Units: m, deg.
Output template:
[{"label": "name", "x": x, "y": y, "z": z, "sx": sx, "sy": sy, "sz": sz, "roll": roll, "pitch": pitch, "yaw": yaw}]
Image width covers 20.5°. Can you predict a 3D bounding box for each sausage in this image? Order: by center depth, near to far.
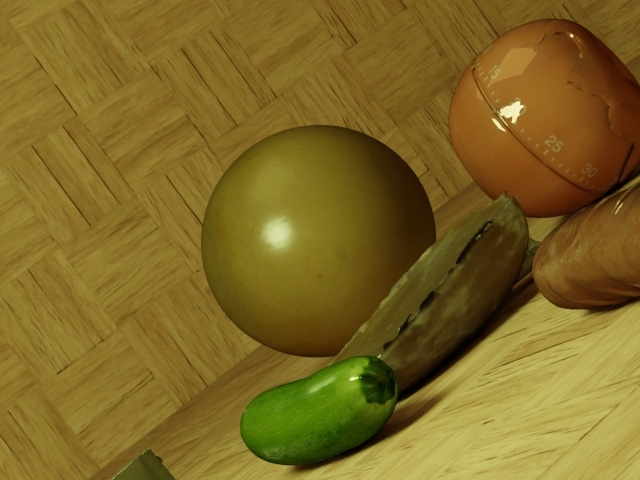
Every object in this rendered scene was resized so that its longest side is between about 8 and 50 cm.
[{"label": "sausage", "x": 0.243, "y": -0.001, "z": 1.290, "sx": 0.088, "sy": 0.088, "sz": 0.433, "roll": -36, "pitch": 2, "yaw": -14}]

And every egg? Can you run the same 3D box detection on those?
[{"label": "egg", "x": 0.000, "y": 0.000, "z": 2.297, "sx": 0.301, "sy": 0.301, "sz": 0.374, "roll": -36, "pitch": -4, "yaw": 9}]

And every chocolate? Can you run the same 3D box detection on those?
[{"label": "chocolate", "x": 0.117, "y": 0.072, "z": 1.756, "sx": 0.261, "sy": 0.083, "sz": 0.161, "roll": -47, "pitch": 8, "yaw": -21}]

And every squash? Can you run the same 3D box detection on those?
[{"label": "squash", "x": -0.002, "y": 0.164, "z": 1.643, "sx": 0.082, "sy": 0.082, "sz": 0.292, "roll": -37, "pitch": 4, "yaw": -27}]

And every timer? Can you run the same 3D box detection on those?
[{"label": "timer", "x": 0.274, "y": -0.146, "z": 2.106, "sx": 0.215, "sy": 0.229, "sz": 0.229, "roll": -39, "pitch": 1, "yaw": 23}]

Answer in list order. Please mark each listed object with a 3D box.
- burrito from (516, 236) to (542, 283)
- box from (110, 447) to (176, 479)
[{"label": "burrito", "x": 0.155, "y": 0.055, "z": 1.868, "sx": 0.203, "sy": 0.064, "sz": 0.064, "roll": -35, "pitch": 2, "yaw": 4}, {"label": "box", "x": -0.086, "y": 0.201, "z": 1.017, "sx": 0.086, "sy": 0.129, "sz": 0.225, "roll": -41, "pitch": -5, "yaw": -9}]
